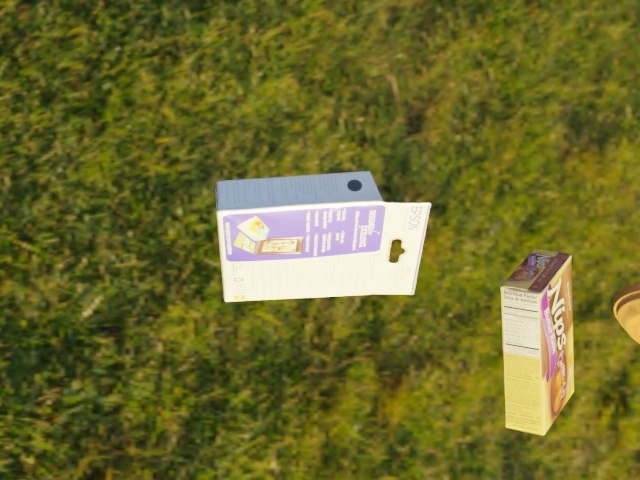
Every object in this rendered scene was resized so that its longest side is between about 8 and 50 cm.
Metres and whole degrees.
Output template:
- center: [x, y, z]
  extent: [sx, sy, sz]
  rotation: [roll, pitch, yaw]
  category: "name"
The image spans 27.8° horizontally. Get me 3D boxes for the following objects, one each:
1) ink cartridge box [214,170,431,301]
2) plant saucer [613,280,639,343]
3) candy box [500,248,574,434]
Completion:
- center: [0.000, 0.000, 1.318]
  extent: [0.208, 0.206, 0.045]
  rotation: [-1, 62, -3]
  category: "ink cartridge box"
- center: [0.468, 0.108, 1.632]
  extent: [0.200, 0.200, 0.037]
  rotation: [34, 61, -36]
  category: "plant saucer"
- center: [0.253, 0.117, 1.501]
  extent: [0.109, 0.053, 0.187]
  rotation: [-38, 131, -52]
  category: "candy box"
